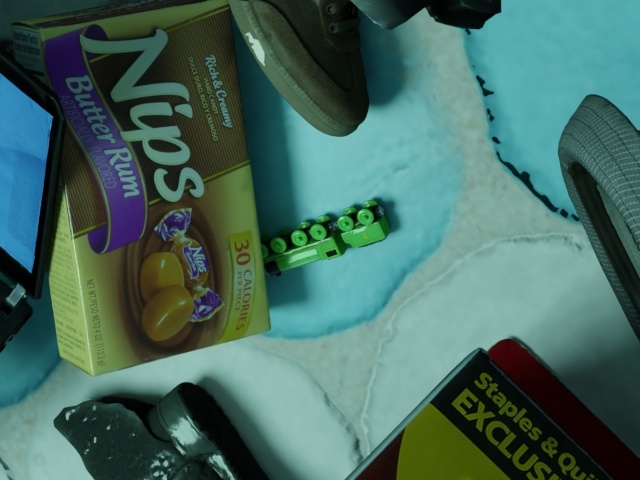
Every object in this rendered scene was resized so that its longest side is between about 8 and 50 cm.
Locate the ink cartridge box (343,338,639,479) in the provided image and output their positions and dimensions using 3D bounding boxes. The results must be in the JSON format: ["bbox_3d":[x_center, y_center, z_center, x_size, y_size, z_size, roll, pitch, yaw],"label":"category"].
[{"bbox_3d":[0.127,0.216,0.918,0.309,0.272,0.130,44,157,5],"label":"ink cartridge box"}]

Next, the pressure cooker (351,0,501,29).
[{"bbox_3d":[0.077,-0.287,0.743,0.420,0.370,0.375,-16,100,28],"label":"pressure cooker"}]

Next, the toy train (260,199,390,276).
[{"bbox_3d":[0.000,0.000,1.055,0.083,0.017,0.023,-18,108,26],"label":"toy train"}]

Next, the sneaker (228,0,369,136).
[{"bbox_3d":[-0.011,-0.146,0.989,0.071,0.066,0.188,-25,95,25],"label":"sneaker"}]

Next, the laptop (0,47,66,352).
[{"bbox_3d":[-0.275,-0.018,1.025,0.234,0.136,0.264,39,88,19],"label":"laptop"}]

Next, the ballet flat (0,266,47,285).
[{"bbox_3d":[-0.207,0.006,1.119,0.231,0.077,0.077,-31,71,24],"label":"ballet flat"}]

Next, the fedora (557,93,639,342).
[{"bbox_3d":[0.218,0.039,0.877,0.124,0.243,0.275,-27,67,1],"label":"fedora"}]

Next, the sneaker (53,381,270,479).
[{"bbox_3d":[-0.077,0.150,1.107,0.089,0.051,0.170,-38,77,21],"label":"sneaker"}]

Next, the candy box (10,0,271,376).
[{"bbox_3d":[-0.094,-0.032,1.031,0.053,0.109,0.186,21,120,60],"label":"candy box"}]
